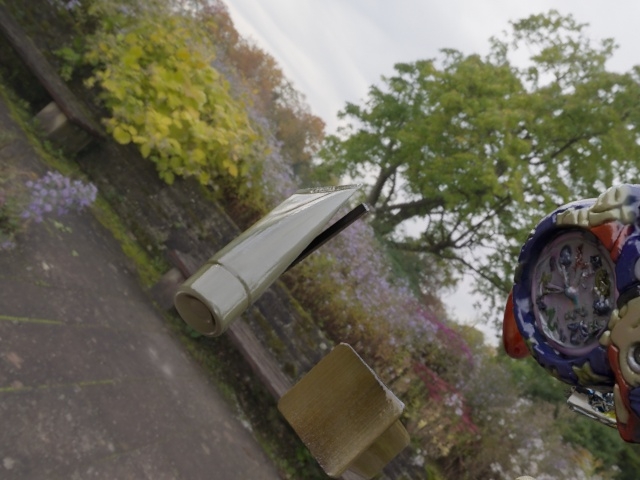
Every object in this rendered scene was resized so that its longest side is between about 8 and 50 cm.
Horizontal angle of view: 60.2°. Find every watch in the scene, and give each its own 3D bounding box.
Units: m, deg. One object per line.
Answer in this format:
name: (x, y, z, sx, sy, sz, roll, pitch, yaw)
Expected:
watch: (0.271, 0.049, 0.422, 0.171, 0.200, 0.196, 140, -51, -64)

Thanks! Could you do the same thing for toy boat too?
toy boat: (0.446, 0.245, 0.760, 0.210, 0.066, 0.084, 27, 33, 27)

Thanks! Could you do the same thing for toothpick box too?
toothpick box: (0.074, 0.382, 1.163, 0.187, 0.190, 0.308, 43, -9, 32)

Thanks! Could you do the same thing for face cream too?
face cream: (-0.071, 0.002, 0.813, 0.137, 0.341, 0.084, -2, -59, 38)

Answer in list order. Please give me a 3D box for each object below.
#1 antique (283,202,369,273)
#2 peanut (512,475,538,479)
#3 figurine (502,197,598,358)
antique: (0.000, 0.000, 0.901, 0.015, 0.192, 0.031, 57, 19, 10)
peanut: (0.326, 0.427, 0.800, 0.080, 0.080, 0.174, 50, 18, -38)
figurine: (0.425, 0.042, 0.898, 0.261, 0.269, 0.211, -15, -78, 45)
